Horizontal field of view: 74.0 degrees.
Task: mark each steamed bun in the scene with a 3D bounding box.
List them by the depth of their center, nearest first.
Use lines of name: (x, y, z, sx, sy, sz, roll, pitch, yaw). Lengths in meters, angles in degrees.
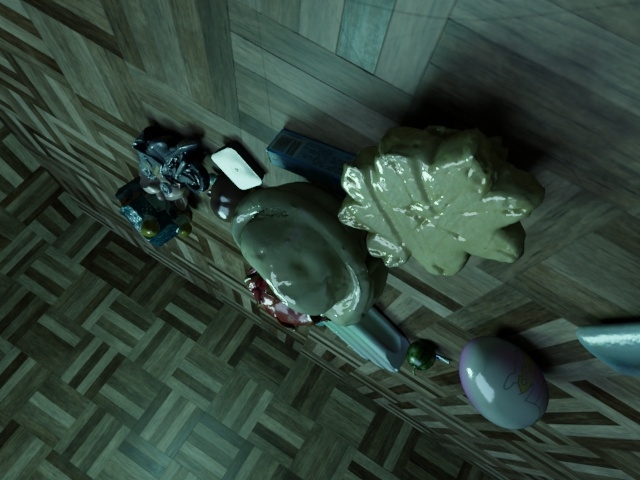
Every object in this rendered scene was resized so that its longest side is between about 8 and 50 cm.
steamed bun: (0.181, -0.072, 0.647, 0.292, 0.137, 0.295, 22, 144, 9)
steamed bun: (0.000, 0.000, 0.898, 0.352, 0.247, 0.339, 41, -173, -38)

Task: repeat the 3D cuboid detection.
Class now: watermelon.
watermelon: (0.332, 0.385, 1.414, 0.109, 0.109, 0.109, 29, 157, 13)

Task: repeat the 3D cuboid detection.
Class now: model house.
model house: (-0.563, -0.084, 1.471, 0.253, 0.184, 0.291, 58, 174, -29)

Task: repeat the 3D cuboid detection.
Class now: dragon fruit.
dragon fruit: (-0.059, 0.148, 1.287, 0.315, 0.250, 0.250, 43, 156, -16)

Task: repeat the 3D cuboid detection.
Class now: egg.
egg: (0.457, 0.350, 1.069, 0.196, 0.196, 0.271, 6, 131, 49)

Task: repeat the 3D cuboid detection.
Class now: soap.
soap: (0.164, 0.327, 1.513, 0.347, 0.115, 0.208, 45, 156, -25)

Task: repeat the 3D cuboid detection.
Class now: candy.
candy: (0.568, 0.193, 0.748, 0.138, 0.071, 0.174, 36, 157, -5)

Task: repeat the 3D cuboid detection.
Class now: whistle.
whistle: (-0.291, -0.175, 1.225, 0.100, 0.035, 0.035, 9, 149, 20)

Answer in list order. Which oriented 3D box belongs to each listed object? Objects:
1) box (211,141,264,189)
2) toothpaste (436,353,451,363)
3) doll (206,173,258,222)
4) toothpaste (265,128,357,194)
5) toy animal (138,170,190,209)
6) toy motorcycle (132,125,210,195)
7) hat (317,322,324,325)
box: (-0.205, -0.187, 1.070, 0.091, 0.031, 0.126, -12, 132, 41)
toothpaste: (0.411, 0.404, 1.467, 0.083, 0.015, 0.024, 18, 145, 45)
doll: (-0.222, -0.106, 1.176, 0.188, 0.096, 0.145, 32, 117, -5)
toothpaste: (0.019, -0.143, 0.832, 0.267, 0.065, 0.050, 25, 156, 21)
toy animal: (-0.488, -0.183, 1.411, 0.124, 0.124, 0.212, 20, 176, 31)
toy motorcycle: (-0.426, -0.229, 1.191, 0.307, 0.108, 0.173, 15, 127, 32)
hat: (-0.011, 0.313, 1.772, 0.138, 0.078, 0.191, 38, 157, -14)
